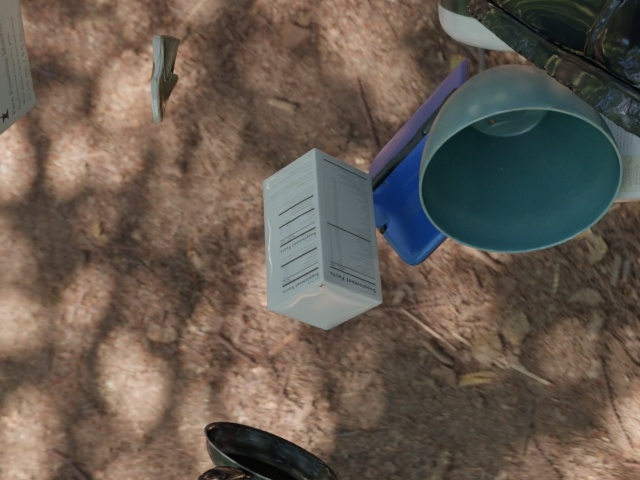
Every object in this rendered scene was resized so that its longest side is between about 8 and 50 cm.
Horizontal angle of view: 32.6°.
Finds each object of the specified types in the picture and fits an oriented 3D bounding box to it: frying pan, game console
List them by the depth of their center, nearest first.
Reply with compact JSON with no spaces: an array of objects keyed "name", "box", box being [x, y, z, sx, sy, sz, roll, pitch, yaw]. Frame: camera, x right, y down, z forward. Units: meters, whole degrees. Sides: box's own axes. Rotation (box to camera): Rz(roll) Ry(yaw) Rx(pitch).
[{"name":"frying pan","box":[-0.065,0.306,1.394,0.197,0.326,0.053,22,96,-6]},{"name":"game console","box":[0.215,-0.142,1.960,0.250,0.173,0.293,52,122,16]}]

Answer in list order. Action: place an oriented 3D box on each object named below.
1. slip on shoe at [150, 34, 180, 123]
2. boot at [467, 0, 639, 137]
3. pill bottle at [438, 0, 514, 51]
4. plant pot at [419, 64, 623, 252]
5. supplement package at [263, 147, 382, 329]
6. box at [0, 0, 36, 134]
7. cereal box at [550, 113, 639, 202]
[{"name":"slip on shoe","box":[-0.234,-0.243,1.648,0.041,0.051,0.135,2,79,-6]},{"name":"boot","box":[0.220,-0.196,0.741,0.207,0.094,0.246,-58,29,16]},{"name":"pill bottle","box":[0.188,-0.338,0.903,0.187,0.188,0.334,8,118,23]},{"name":"plant pot","box":[0.288,-0.149,1.633,0.290,0.290,0.195,-16,44,18]},{"name":"supplement package","box":[0.000,0.000,1.781,0.134,0.139,0.244,-30,51,38]},{"name":"box","box":[-0.387,-0.195,1.041,0.181,0.119,0.181,9,124,13]},{"name":"cereal box","box":[0.452,-0.144,1.653,0.240,0.047,0.173,1,82,52]}]
